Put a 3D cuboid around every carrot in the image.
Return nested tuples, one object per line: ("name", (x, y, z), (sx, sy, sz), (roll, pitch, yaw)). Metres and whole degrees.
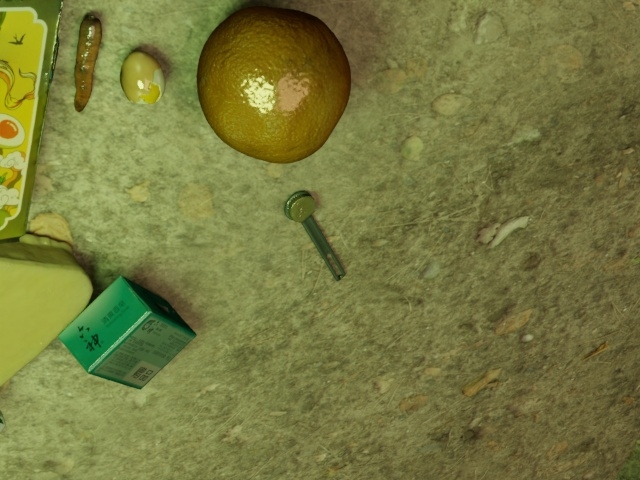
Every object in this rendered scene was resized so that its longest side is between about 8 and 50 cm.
("carrot", (-0.364, -0.270, 1.710), (0.036, 0.035, 0.165), (-4, 125, -33))

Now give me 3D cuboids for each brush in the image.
("brush", (0.000, 0.000, 2.164), (0.062, 0.027, 0.266), (-38, 135, -7))

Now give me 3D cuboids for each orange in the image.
("orange", (-0.075, -0.249, 1.792), (0.264, 0.264, 0.264), (-19, 129, -24))

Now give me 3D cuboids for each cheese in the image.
("cheese", (-0.547, 0.109, 1.796), (0.384, 0.104, 0.384), (-19, 130, -24))

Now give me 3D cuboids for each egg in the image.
("egg", (-0.281, -0.259, 1.749), (0.071, 0.071, 0.083), (-20, 128, -23))

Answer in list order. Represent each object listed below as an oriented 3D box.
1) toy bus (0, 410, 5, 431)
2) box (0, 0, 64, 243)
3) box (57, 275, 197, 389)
("toy bus", (-0.573, 0.279, 1.791), (0.037, 0.052, 0.131), (-47, 135, 8))
("box", (-0.571, -0.172, 1.510), (0.373, 0.138, 0.420), (-10, 130, -41))
("box", (-0.332, 0.166, 1.935), (0.153, 0.092, 0.245), (-43, 161, -2))
